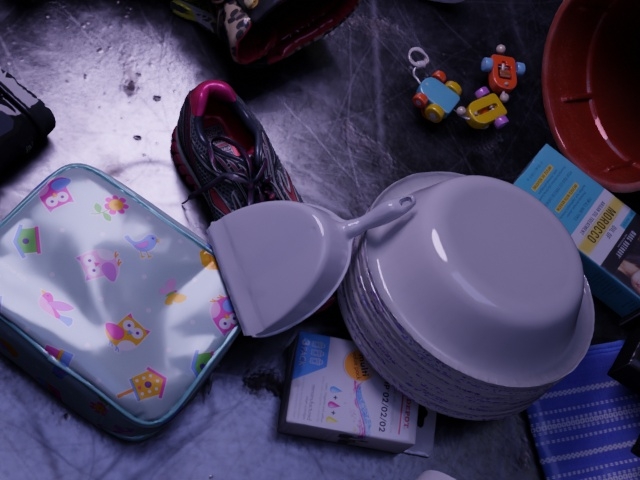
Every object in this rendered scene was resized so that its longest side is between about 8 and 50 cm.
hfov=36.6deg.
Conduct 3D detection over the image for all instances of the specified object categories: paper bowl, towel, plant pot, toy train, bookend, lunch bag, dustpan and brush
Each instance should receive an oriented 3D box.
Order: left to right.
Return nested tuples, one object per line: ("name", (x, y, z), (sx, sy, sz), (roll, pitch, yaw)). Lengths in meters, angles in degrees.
("lunch bag", (-0.217, 0.062, 1.030), (0.279, 0.108, 0.224), (37, 59, 1))
("dustpan and brush", (0.000, 0.000, 1.011), (0.211, 0.060, 0.147), (-30, 64, 14))
("toy train", (0.189, -0.198, 1.268), (0.166, 0.046, 0.125), (2, 67, -16))
("paper bowl", (0.172, 0.043, 1.068), (0.284, 0.148, 0.284), (13, 51, -17))
("towel", (0.379, 0.278, 1.119), (0.243, 0.040, 0.336), (-8, 70, -15))
("bookend", (0.390, 0.185, 1.102), (0.156, 0.072, 0.157), (33, 69, 4))
("plant pot", (0.474, -0.213, 1.233), (0.265, 0.272, 0.272), (-10, 71, -25))

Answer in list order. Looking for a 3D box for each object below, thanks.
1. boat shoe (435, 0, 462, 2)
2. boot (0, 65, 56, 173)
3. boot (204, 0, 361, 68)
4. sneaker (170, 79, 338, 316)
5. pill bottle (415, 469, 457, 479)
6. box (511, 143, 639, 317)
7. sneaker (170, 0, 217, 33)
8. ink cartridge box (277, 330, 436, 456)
("boat shoe", (0.087, -0.431, 1.308), (0.301, 0.108, 0.102), (30, 69, 8))
("boot", (-0.448, -0.132, 1.062), (0.246, 0.094, 0.207), (39, 61, -3))
("boot", (-0.159, -0.333, 1.166), (0.377, 0.138, 0.284), (-25, 67, -23))
("sneaker", (-0.080, -0.043, 1.104), (0.121, 0.112, 0.299), (-30, 79, -23))
("pill bottle", (0.054, 0.373, 0.933), (0.169, 0.169, 0.301), (44, 66, 7))
("box", (0.343, -0.003, 1.214), (0.244, 0.060, 0.100), (39, 65, 4))
("sneaker", (-0.148, -0.294, 1.233), (0.083, 0.031, 0.035), (26, 64, -2))
("ink cartridge box", (0.052, 0.172, 1.073), (0.181, 0.061, 0.104), (12, 66, -9))
